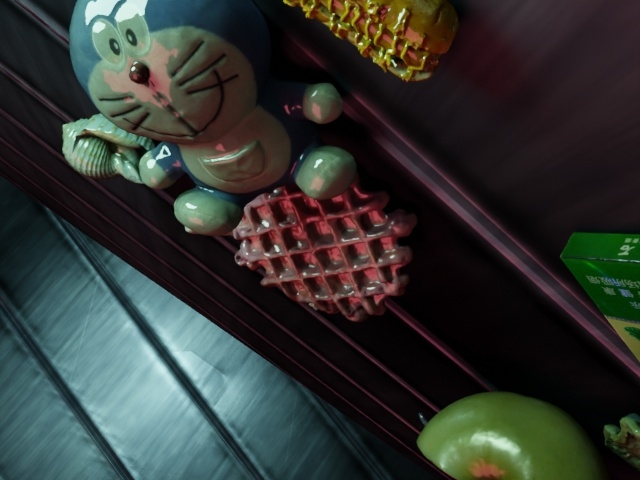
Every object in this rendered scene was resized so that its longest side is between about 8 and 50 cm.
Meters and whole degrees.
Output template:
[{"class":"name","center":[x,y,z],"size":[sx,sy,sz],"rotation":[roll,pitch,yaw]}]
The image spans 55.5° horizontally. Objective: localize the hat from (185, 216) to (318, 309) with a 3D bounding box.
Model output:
[{"class":"hat","center":[-0.064,-0.014,0.901],"size":[0.219,0.164,0.226],"rotation":[32,-159,-2]}]

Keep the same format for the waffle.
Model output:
[{"class":"waffle","center":[0.000,0.000,0.724],"size":[0.234,0.055,0.221],"rotation":[29,129,6]}]

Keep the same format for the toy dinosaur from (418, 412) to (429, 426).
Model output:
[{"class":"toy dinosaur","center":[0.398,0.412,1.142],"size":[0.383,0.129,0.331],"rotation":[35,151,5]}]

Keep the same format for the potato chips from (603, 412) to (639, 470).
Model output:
[{"class":"potato chips","center":[0.552,0.358,0.726],"size":[0.429,0.070,0.358],"rotation":[44,169,-14]}]

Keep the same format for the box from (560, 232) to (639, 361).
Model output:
[{"class":"box","center":[0.320,0.079,0.520],"size":[0.235,0.034,0.132],"rotation":[44,159,-27]}]

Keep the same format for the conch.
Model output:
[{"class":"conch","center":[-0.331,-0.155,0.969],"size":[0.153,0.102,0.135],"rotation":[7,158,-21]}]

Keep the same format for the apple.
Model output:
[{"class":"apple","center":[0.308,0.364,0.903],"size":[0.258,0.233,0.295],"rotation":[27,-145,-50]}]

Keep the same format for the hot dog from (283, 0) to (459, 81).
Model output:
[{"class":"hot dog","center":[0.017,-0.171,0.413],"size":[0.165,0.045,0.071],"rotation":[34,163,0]}]

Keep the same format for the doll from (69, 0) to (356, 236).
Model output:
[{"class":"doll","center":[-0.103,-0.132,0.561],"size":[0.228,0.154,0.258],"rotation":[-16,144,24]}]
